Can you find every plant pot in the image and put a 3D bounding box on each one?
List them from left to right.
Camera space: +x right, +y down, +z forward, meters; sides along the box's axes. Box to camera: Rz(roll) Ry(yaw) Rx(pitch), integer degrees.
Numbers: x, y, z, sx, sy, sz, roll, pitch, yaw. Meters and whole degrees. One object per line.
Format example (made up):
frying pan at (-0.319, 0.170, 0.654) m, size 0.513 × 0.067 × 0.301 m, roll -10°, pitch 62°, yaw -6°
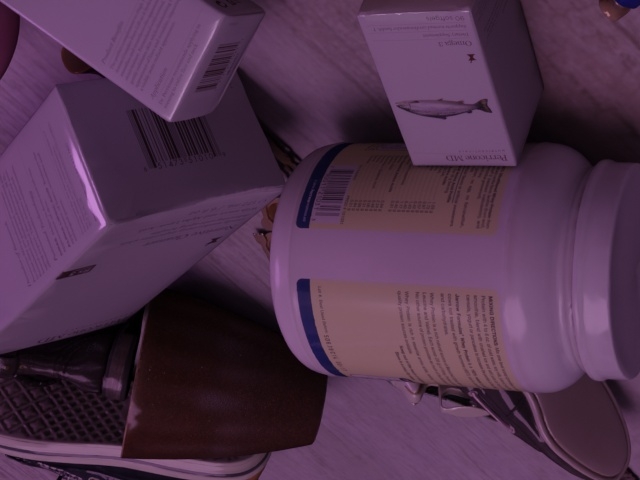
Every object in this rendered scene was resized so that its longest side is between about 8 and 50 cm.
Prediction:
plant pot at (-0.114, 0.181, 1.697) m, size 0.230 × 0.215 × 0.215 m, roll 11°, pitch 144°, yaw -6°

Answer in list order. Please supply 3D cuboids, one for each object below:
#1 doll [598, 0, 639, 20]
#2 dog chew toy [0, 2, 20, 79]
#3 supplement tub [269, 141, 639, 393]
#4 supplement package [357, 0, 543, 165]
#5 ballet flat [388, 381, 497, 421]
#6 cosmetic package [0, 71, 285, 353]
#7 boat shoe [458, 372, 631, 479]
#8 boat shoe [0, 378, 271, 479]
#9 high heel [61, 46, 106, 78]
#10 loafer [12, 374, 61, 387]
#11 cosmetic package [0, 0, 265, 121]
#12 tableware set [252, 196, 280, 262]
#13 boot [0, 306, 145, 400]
doll at (0.267, -0.253, 1.059) m, size 0.129 × 0.046 × 0.189 m, roll 46°, pitch 140°, yaw -2°
dog chew toy at (-0.431, -0.243, 1.266) m, size 0.207 × 0.206 × 0.332 m, roll 0°, pitch 160°, yaw 29°
supplement tub at (0.141, 0.023, 1.314) m, size 0.325 × 0.235 × 0.235 m, roll 2°, pitch 138°, yaw 26°
supplement package at (0.118, -0.163, 1.204) m, size 0.105 × 0.105 × 0.179 m, roll 1°, pitch 138°, yaw 27°
ballet flat at (0.139, 0.172, 1.642) m, size 0.188 × 0.070 × 0.070 m, roll 12°, pitch 142°, yaw 15°
cosmetic package at (-0.236, -0.023, 1.449) m, size 0.385 × 0.217 × 0.156 m, roll -40°, pitch 69°, yaw 51°
boat shoe at (0.218, 0.148, 1.548) m, size 0.335 × 0.112 × 0.095 m, roll 44°, pitch 157°, yaw -17°
boat shoe at (-0.311, 0.267, 1.910) m, size 0.500 × 0.187 × 0.156 m, roll 11°, pitch 136°, yaw 8°
high heel at (-0.129, -0.221, 1.324) m, size 0.244 × 0.117 × 0.082 m, roll -32°, pitch 83°, yaw 26°
loafer at (-0.402, 0.050, 1.762) m, size 0.130 × 0.134 × 0.366 m, roll 50°, pitch 169°, yaw 42°
cosmetic package at (-0.178, -0.217, 1.233) m, size 0.231 × 0.085 × 0.117 m, roll 37°, pitch 114°, yaw 14°
tableware set at (0.000, 0.000, 1.541) m, size 0.169 × 0.020 × 0.141 m, roll 12°, pitch 142°, yaw 15°
boot at (-0.335, 0.111, 1.665) m, size 0.229 × 0.263 × 0.091 m, roll 10°, pitch 103°, yaw -6°
